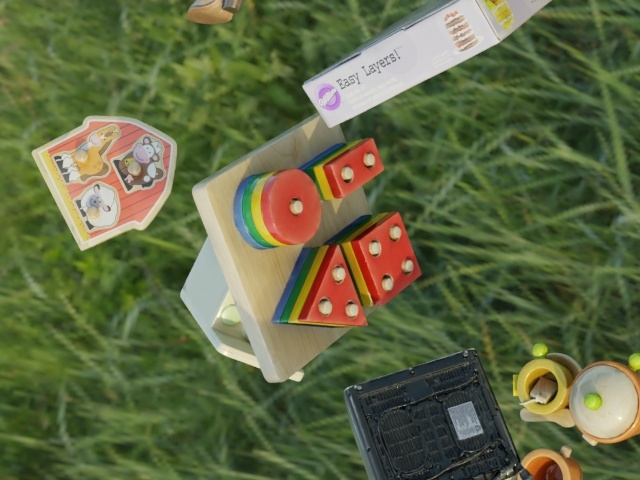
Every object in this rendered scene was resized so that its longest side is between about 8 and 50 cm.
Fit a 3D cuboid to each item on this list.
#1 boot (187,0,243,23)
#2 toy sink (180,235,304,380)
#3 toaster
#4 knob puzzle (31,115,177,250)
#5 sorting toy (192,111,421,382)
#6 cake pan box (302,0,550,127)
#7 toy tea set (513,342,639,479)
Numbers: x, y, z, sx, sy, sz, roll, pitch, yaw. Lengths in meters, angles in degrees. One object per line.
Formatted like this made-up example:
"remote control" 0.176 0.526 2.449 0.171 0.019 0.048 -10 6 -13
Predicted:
"boot" -0.105 -0.292 1.566 0.118 0.042 0.087 0 73 54
"toy sink" -0.099 0.095 2.166 0.131 0.153 0.234 -63 26 10
"toaster" 0.133 0.237 1.612 0.110 0.168 0.185 83 168 -63
"knob puzzle" -0.298 -0.102 2.031 0.030 0.213 0.213 89 -174 -74
"sorting toy" 0.000 0.000 1.692 0.089 0.255 0.257 -6 110 43
"cake pan box" 0.136 -0.238 1.588 0.267 0.246 0.070 -24 99 39
"toy tea set" 0.304 0.286 1.664 0.200 0.124 0.336 -6 80 37
